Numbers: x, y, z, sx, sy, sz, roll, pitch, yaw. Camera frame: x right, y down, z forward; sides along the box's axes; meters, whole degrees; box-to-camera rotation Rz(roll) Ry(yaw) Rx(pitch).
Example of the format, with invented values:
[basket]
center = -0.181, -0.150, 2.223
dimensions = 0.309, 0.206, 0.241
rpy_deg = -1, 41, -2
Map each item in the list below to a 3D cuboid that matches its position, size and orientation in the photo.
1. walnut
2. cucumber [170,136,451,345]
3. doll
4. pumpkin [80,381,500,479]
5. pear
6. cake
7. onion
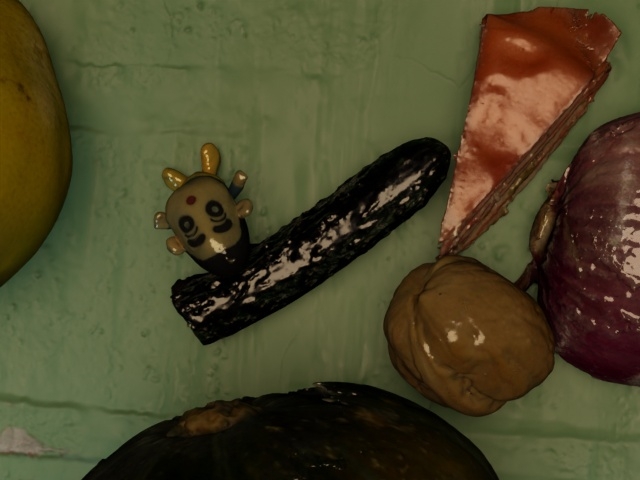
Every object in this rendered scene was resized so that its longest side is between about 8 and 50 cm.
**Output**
[walnut]
center = 0.137, 0.089, 1.610
dimensions = 0.166, 0.166, 0.149
rpy_deg = 12, 63, 4
[cucumber]
center = 0.000, 0.000, 1.653
dimensions = 0.303, 0.081, 0.072
rpy_deg = -31, 43, 7
[doll]
center = -0.111, -0.031, 1.630
dimensions = 0.102, 0.179, 0.089
rpy_deg = -31, 132, 1
[pumpkin]
center = -0.046, 0.301, 1.469
dimensions = 0.454, 0.454, 0.344
rpy_deg = -25, 97, 2
[pear]
center = -0.372, -0.101, 1.589
dimensions = 0.285, 0.285, 0.336
rpy_deg = -7, 91, 3
[cake]
center = 0.169, -0.105, 1.649
dimensions = 0.135, 0.098, 0.287
rpy_deg = 31, 86, 2
[onion]
center = 0.370, 0.026, 1.601
dimensions = 0.348, 0.159, 0.267
rpy_deg = 16, 92, 5
